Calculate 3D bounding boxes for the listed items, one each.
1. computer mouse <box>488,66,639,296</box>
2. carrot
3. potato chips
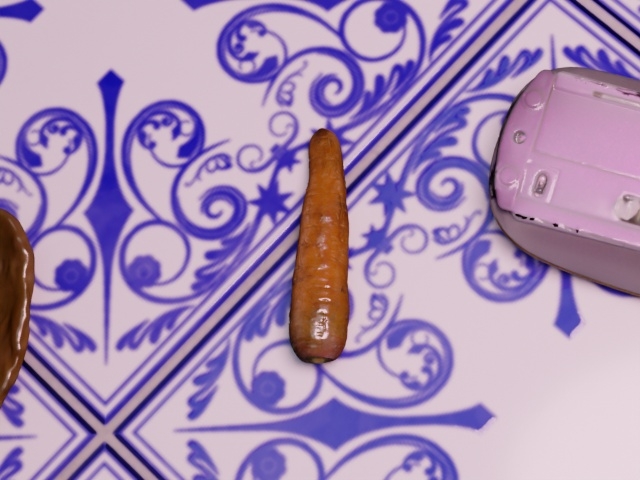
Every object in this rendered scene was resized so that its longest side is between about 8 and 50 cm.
[{"bbox_3d":[0.279,-0.031,1.290,0.310,0.072,0.158,16,78,12],"label":"computer mouse"},{"bbox_3d":[0.000,0.000,1.337,0.047,0.047,0.191,-1,72,8],"label":"carrot"},{"bbox_3d":[-0.296,0.069,1.356,0.150,0.049,0.202,6,73,6],"label":"potato chips"}]
